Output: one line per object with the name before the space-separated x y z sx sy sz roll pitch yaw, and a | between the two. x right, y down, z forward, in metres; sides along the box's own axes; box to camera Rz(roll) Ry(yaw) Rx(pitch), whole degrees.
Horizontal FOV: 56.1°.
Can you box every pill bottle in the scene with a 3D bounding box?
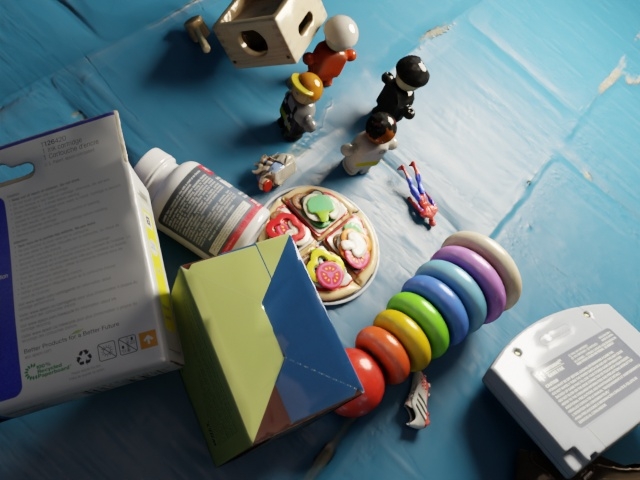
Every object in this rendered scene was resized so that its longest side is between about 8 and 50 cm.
pill bottle | -0.170 -0.045 0.822 0.180 0.108 0.108 34 58 -2

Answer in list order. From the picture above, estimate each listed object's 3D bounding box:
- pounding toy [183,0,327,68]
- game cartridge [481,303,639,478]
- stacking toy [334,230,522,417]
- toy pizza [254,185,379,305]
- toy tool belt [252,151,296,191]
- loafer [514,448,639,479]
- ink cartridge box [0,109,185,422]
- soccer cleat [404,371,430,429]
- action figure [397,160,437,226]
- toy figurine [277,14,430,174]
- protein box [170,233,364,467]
pounding toy | -0.122 -0.332 0.979 0.206 0.094 0.181 6 54 32
game cartridge | 0.392 0.203 0.901 0.297 0.062 0.198 -17 49 -31
stacking toy | 0.132 0.124 0.841 0.330 0.141 0.141 -35 80 -27
toy pizza | 0.000 0.000 0.907 0.201 0.032 0.201 8 62 -16
toy tool belt | -0.079 -0.107 0.929 0.051 0.052 0.083 23 49 29
loafer | 0.374 0.325 0.852 0.220 0.080 0.078 6 63 -18
ink cartridge box | -0.335 0.037 0.681 0.304 0.072 0.307 -17 68 1
soccer cleat | 0.134 0.223 0.846 0.036 0.029 0.083 9 66 -21
action figure | 0.167 -0.076 1.010 0.038 0.030 0.115 -18 77 -21
toy figurine | 0.052 -0.235 0.977 0.213 0.148 0.209 31 58 -3
protein box | -0.081 0.135 0.708 0.136 0.201 0.200 -17 72 -27
